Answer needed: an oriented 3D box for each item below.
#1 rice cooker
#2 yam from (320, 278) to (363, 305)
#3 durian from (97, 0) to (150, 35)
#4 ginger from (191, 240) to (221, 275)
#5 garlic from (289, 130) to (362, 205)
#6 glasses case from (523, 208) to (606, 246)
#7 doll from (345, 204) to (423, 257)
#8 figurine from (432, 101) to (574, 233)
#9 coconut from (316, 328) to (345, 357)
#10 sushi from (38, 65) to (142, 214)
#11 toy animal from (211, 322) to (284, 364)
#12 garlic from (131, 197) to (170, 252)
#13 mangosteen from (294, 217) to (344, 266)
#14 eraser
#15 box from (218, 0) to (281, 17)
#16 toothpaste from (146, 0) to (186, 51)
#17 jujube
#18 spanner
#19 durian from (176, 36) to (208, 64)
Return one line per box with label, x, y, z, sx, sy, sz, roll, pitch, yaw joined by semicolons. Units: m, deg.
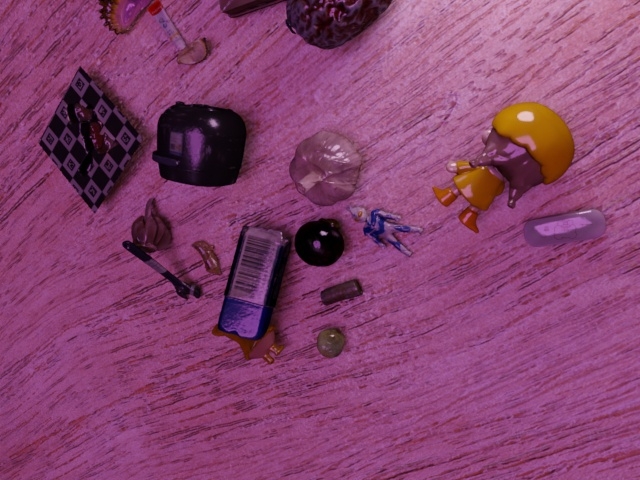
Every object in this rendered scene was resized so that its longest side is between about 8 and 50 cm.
rice cooker;-0.352;-0.283;1.712;0.267;0.267;0.224;13;107;20
yam;0.061;0.156;1.756;0.132;0.054;0.054;-21;95;26
durian;-0.589;-0.788;1.754;0.341;0.112;0.191;-39;89;29
ginger;-0.369;0.059;1.921;0.057;0.044;0.137;-28;90;45
garlic;0.000;-0.186;1.607;0.218;0.212;0.219;9;113;21
glasses case;0.613;-0.031;1.474;0.193;0.049;0.074;-10;100;26
doll;0.168;-0.036;1.660;0.227;0.057;0.114;28;117;12
figurine;0.452;-0.177;1.438;0.215;0.187;0.344;34;121;-14
coconut;0.031;0.311;1.794;0.087;0.096;0.088;10;145;7
sushi;-0.763;-0.336;1.974;0.343;0.064;0.359;48;117;9
toy animal;-0.226;0.299;1.870;0.229;0.156;0.156;37;115;7
garlic;-0.576;-0.045;1.953;0.131;0.127;0.194;-10;73;7
mangosteen;0.000;0.000;1.701;0.152;0.152;0.152;6;106;22
eraser;-0.197;0.126;1.771;0.155;0.101;0.332;13;86;14
box;-0.194;-0.752;1.609;0.215;0.086;0.215;-8;101;24
toothpaste;-0.461;-0.646;1.782;0.048;0.031;0.190;-35;86;10
jujube;0.060;-0.624;1.464;0.317;0.226;0.226;-35;88;24
spanner;-0.526;0.103;1.926;0.087;0.024;0.316;-25;125;36
durian;-0.376;-0.560;1.750;0.130;0.066;0.052;-29;91;36
